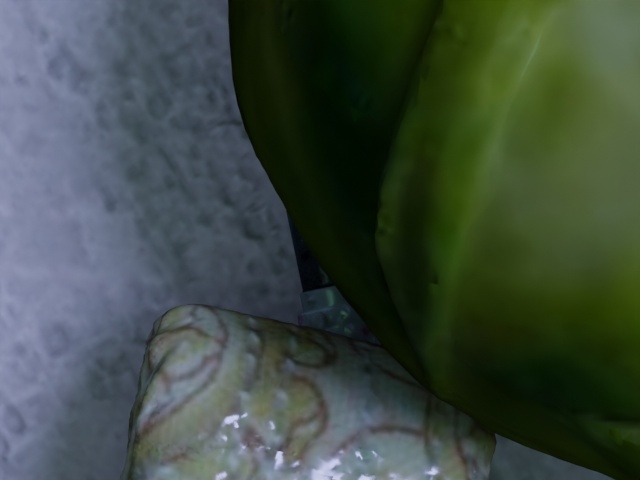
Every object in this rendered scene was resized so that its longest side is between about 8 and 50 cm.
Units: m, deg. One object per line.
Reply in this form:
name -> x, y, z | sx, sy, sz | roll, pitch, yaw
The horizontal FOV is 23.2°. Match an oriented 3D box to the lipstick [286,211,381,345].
lipstick -> 0.000, 0.000, 0.717 | 0.037, 0.037, 0.116 | -11, 86, -5

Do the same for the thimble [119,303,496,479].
thimble -> -0.017, 0.123, 0.664 | 0.143, 0.137, 0.190 | 10, 127, -7

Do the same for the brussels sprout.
brussels sprout -> 0.151, -0.090, 0.570 | 0.361, 0.342, 0.425 | -25, 82, -12
